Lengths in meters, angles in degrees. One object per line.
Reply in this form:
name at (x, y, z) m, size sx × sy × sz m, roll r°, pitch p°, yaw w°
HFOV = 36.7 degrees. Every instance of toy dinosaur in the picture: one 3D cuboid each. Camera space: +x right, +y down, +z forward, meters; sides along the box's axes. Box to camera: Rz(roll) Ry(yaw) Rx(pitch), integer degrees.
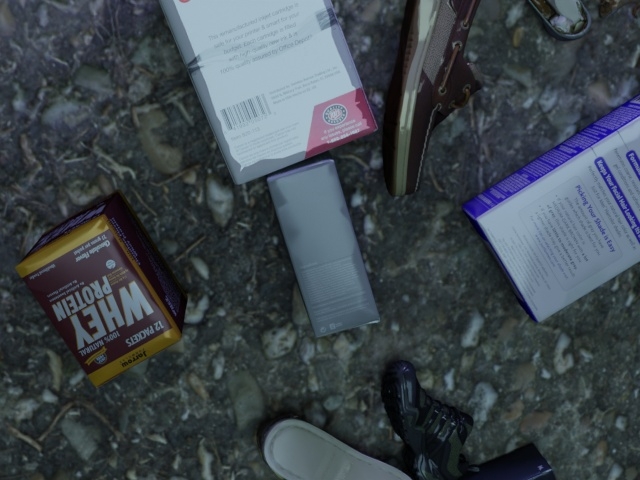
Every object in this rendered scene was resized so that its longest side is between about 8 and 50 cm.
toy dinosaur at (0.492, -0.359, 1.335) m, size 0.212 × 0.064 × 0.112 m, roll -33°, pitch 103°, yaw 3°

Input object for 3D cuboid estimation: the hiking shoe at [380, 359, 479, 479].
hiking shoe at (0.168, 0.269, 1.460) m, size 0.114 × 0.086 × 0.226 m, roll -22°, pitch 111°, yaw -13°

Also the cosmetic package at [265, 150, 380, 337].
cosmetic package at (0.000, 0.000, 1.347) m, size 0.107 × 0.127 × 0.237 m, roll -14°, pitch 106°, yaw -1°

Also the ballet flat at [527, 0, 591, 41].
ballet flat at (0.297, -0.361, 1.314) m, size 0.072 × 0.068 × 0.213 m, roll -41°, pitch 103°, yaw 5°

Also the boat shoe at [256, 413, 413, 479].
boat shoe at (0.043, 0.369, 1.456) m, size 0.324 × 0.097 × 0.116 m, roll 35°, pitch 78°, yaw -13°

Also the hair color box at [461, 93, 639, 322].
hair color box at (0.397, -0.056, 1.379) m, size 0.339 × 0.110 × 0.185 m, roll -32°, pitch 103°, yaw 5°

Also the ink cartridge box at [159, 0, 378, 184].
ink cartridge box at (-0.070, -0.246, 1.284) m, size 0.207 × 0.117 × 0.282 m, roll -21°, pitch 105°, yaw 1°

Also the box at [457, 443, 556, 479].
box at (0.298, 0.425, 1.493) m, size 0.156 × 0.093 × 0.158 m, roll -23°, pitch 106°, yaw 1°

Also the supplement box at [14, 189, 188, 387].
supplement box at (-0.285, 0.058, 1.299) m, size 0.129 × 0.194 × 0.191 m, roll -29°, pitch 104°, yaw 2°

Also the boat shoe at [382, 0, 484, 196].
boat shoe at (0.164, -0.222, 1.314) m, size 0.123 × 0.123 × 0.341 m, roll 9°, pitch 96°, yaw -6°
